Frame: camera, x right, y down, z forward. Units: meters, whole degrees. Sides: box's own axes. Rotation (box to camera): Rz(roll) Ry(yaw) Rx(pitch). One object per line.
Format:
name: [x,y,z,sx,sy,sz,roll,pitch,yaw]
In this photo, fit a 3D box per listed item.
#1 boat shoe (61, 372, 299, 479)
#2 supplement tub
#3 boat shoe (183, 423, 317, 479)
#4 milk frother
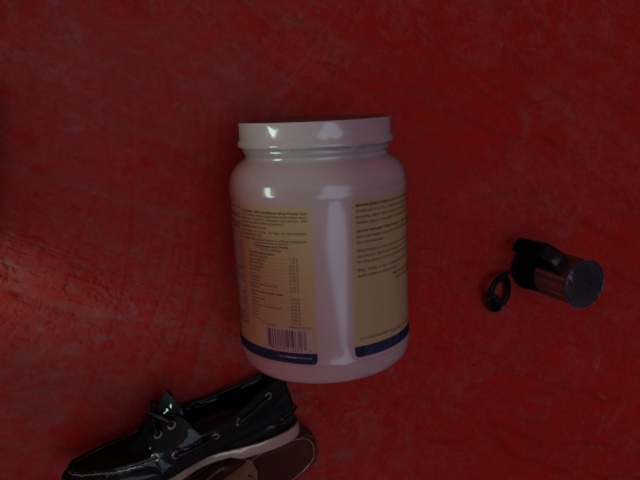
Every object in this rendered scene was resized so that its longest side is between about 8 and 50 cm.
boat shoe: [-0.188,0.258,0.928,0.340,0.127,0.113,-9,103,-23]
supplement tub: [0.000,0.000,0.896,0.235,0.235,0.325,-8,103,-22]
boat shoe: [-0.137,0.381,0.975,0.324,0.116,0.123,-26,110,-21]
milk frother: [0.370,0.078,1.126,0.129,0.134,0.143,23,91,-25]
